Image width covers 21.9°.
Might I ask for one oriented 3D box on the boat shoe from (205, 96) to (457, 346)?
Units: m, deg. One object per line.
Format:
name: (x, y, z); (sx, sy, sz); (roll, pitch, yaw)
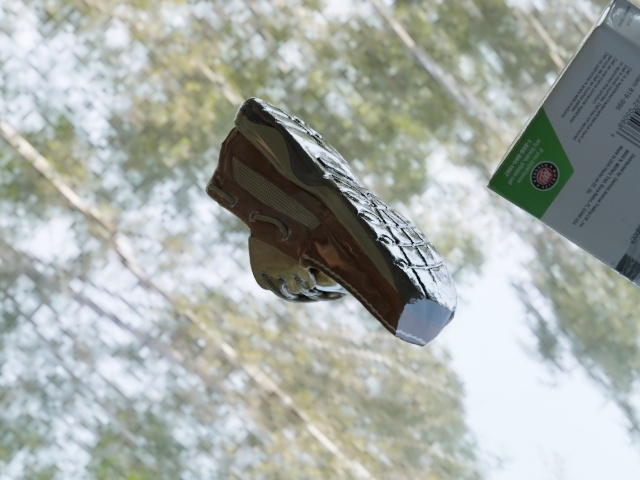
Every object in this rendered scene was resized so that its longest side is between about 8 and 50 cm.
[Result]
boat shoe: (0.000, 0.000, 1.443); (0.120, 0.122, 0.324); (-53, -138, 11)

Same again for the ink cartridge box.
ink cartridge box: (0.250, -0.050, 1.179); (0.153, 0.208, 0.087); (-57, 178, 30)
